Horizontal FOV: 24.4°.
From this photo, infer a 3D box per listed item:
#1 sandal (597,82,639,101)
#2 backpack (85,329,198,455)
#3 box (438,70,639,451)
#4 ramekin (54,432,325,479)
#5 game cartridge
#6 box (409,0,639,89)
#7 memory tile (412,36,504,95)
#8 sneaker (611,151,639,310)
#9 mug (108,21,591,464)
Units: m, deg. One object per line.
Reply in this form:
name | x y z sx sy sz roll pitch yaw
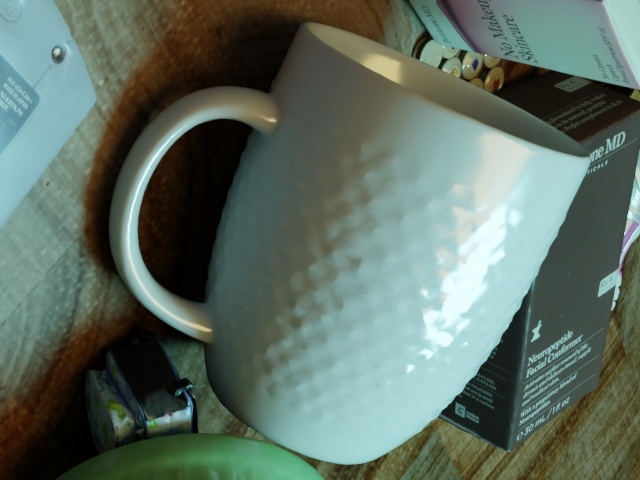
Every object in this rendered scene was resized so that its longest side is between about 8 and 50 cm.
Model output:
sandal | 0.344 -0.164 1.751 0.219 0.090 0.060 6 84 -46
backpack | -0.156 0.157 1.279 0.084 0.105 0.114 -17 127 -19
box | 0.235 0.022 1.650 0.191 0.143 0.381 -27 131 -40
ramekin | -0.115 0.321 1.259 0.303 0.148 0.303 -8 131 -9
game cartridge | -0.277 -0.130 0.996 0.196 0.060 0.294 -52 143 -11
box | 0.204 -0.248 1.369 0.127 0.232 0.148 -62 144 -15
memory tile | 0.146 -0.178 1.533 0.148 0.012 0.113 -31 132 -37
sneaker | 0.324 -0.007 1.783 0.111 0.103 0.252 -13 120 -49
mug | 0.000 0.000 1.276 0.374 0.276 0.328 19 104 -24
